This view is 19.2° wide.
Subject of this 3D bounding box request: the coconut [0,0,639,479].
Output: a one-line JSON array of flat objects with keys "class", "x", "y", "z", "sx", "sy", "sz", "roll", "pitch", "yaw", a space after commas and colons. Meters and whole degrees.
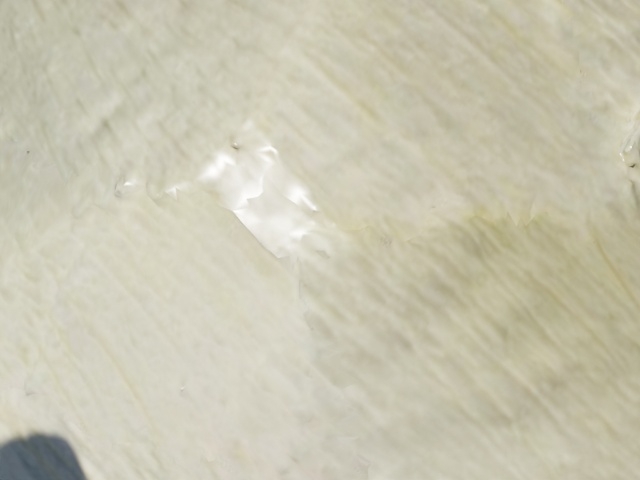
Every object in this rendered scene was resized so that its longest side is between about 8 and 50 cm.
[{"class": "coconut", "x": 0.000, "y": 0.000, "z": 0.678, "sx": 0.346, "sy": 0.346, "sz": 0.360, "roll": -37, "pitch": 111, "yaw": 23}]
